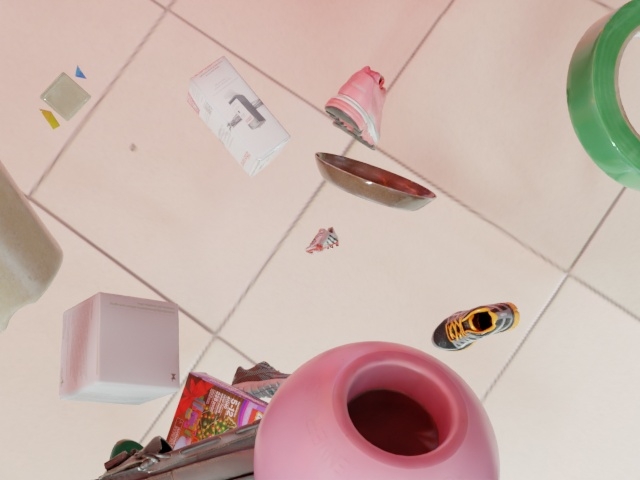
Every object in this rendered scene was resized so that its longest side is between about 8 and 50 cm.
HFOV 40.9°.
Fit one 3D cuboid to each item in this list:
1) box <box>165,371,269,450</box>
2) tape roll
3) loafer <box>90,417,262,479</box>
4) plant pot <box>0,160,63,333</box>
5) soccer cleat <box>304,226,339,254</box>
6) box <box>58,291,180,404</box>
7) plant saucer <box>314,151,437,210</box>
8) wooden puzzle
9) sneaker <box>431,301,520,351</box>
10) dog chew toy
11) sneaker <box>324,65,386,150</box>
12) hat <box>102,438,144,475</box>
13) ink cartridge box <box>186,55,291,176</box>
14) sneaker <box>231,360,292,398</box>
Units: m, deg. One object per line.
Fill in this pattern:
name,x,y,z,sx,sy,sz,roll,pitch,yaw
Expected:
box,-0.194,0.409,1.552,0.201,0.057,0.293,19,91,27
tape roll,0.562,-0.240,1.413,0.321,0.077,0.321,2,83,-17
loafer,-0.151,0.245,0.944,0.268,0.096,0.084,-8,79,-3
plant pot,-0.530,-0.021,1.159,0.334,0.334,0.305,-35,117,0
soccer cleat,0.000,0.000,1.345,0.029,0.083,0.035,-14,93,37
box,-0.217,0.119,0.929,0.087,0.101,0.102,-25,61,44
plant saucer,0.068,-0.074,1.120,0.168,0.168,0.029,21,104,9
wooden puzzle,-0.483,-0.271,1.625,0.116,0.014,0.078,-40,121,-1
sneaker,0.320,0.183,1.851,0.215,0.083,0.084,-30,71,36
dog chew toy,0.032,0.242,0.779,0.207,0.331,0.206,7,45,-8
sneaker,0.102,-0.287,1.847,0.116,0.314,0.136,34,91,7
hat,-0.373,0.452,1.411,0.184,0.173,0.208,-22,41,12
ink cartridge box,-0.170,-0.251,1.771,0.092,0.158,0.218,-38,91,-13
sneaker,-0.101,0.265,1.660,0.167,0.065,0.076,-8,50,17
